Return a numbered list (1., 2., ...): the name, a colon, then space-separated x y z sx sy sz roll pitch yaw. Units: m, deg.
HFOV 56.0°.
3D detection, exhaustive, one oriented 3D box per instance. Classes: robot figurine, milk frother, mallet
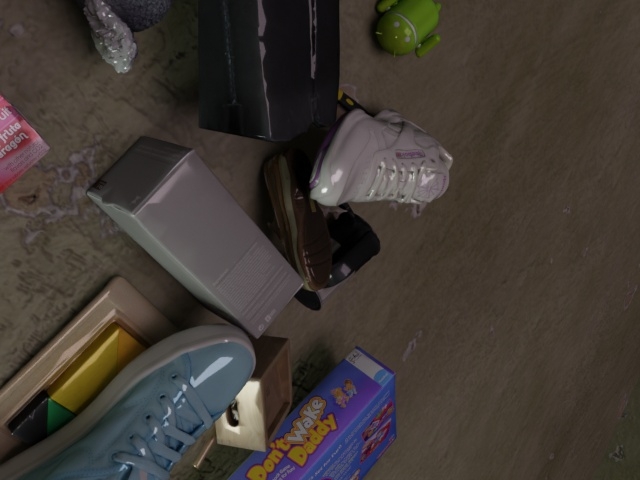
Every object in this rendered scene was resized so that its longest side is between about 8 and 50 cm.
1. robot figurine: 0.129 -0.321 0.893 0.101 0.067 0.115 48 68 -11
2. milk frother: 0.000 0.000 0.869 0.143 0.129 0.135 45 64 5
3. mallet: 0.026 -0.218 0.857 0.190 0.039 0.062 14 95 -49

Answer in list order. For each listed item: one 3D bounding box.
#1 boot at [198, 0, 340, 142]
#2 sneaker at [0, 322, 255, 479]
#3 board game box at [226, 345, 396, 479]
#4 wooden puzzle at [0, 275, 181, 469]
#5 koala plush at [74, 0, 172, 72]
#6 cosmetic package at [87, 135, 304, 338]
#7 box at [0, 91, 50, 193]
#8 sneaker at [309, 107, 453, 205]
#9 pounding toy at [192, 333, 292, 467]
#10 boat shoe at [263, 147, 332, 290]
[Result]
1. boot: 0.001 -0.355 0.682 0.367 0.146 0.445 -23 116 -48
2. sneaker: -0.200 0.243 0.643 0.366 0.150 0.135 -39 130 -14
3. board game box: -0.021 0.354 0.910 0.347 0.078 0.233 -41 146 -26
4. wooden puzzle: -0.251 0.194 0.718 0.238 0.044 0.221 -50 130 -19
5. koala plush: -0.196 -0.275 0.540 0.221 0.203 0.196 78 23 -61
6. cosmetic package: -0.140 -0.001 0.705 0.107 0.127 0.238 -49 132 -19
7. box: -0.369 -0.041 0.478 0.257 0.128 0.122 -49 130 -20
8. sneaker: 0.095 -0.106 0.812 0.305 0.152 0.114 -34 153 -55
9. pounding toy: -0.106 0.220 0.819 0.130 0.100 0.141 -48 139 -65
10. boat shoe: -0.036 -0.023 0.800 0.068 0.072 0.190 5 73 -54
